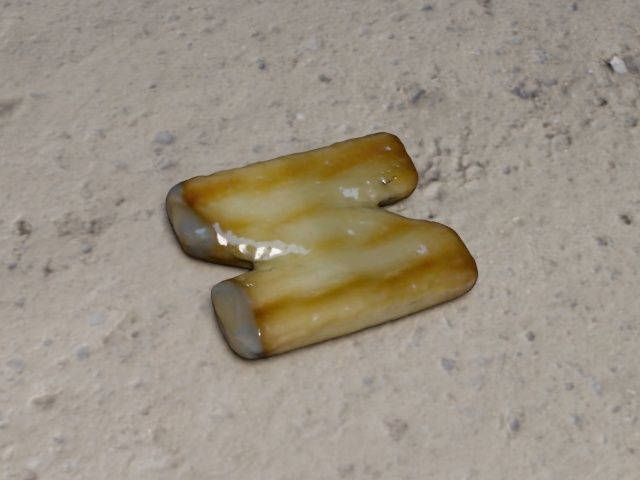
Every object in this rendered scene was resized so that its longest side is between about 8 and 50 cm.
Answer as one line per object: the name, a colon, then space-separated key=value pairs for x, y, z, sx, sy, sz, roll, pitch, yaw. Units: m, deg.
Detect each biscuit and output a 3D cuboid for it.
biscuit: x=0.000 y=0.000 z=1.310 sx=0.291 sy=0.062 sz=0.236 roll=-18 pitch=57 yaw=-21
